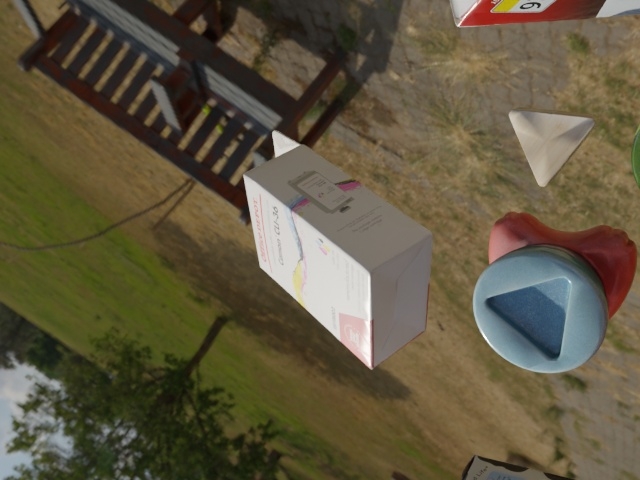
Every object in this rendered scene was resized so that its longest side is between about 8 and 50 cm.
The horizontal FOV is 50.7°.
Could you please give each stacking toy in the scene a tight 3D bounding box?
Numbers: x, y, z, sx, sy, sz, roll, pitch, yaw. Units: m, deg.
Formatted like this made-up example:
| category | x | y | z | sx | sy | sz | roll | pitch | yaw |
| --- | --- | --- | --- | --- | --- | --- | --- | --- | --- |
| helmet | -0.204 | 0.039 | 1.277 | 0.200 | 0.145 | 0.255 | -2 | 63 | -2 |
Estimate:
| category | x | y | z | sx | sy | sz | roll | pitch | yaw |
| --- | --- | --- | --- | --- | --- | --- | --- | --- | --- |
| stacking toy | 0.283 | 0.007 | 0.620 | 0.309 | 0.130 | 0.279 | 2 | 108 | 34 |

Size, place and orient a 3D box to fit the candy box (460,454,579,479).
| category | x | y | z | sx | sy | sz | roll | pitch | yaw |
| --- | --- | --- | --- | --- | --- | --- | --- | --- | --- |
| candy box | 0.208 | 0.242 | 0.436 | 0.233 | 0.071 | 0.159 | 2 | 123 | 38 |

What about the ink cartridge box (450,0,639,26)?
| category | x | y | z | sx | sy | sz | roll | pitch | yaw |
| --- | --- | --- | --- | --- | --- | --- | --- | --- | --- |
| ink cartridge box | 0.226 | -0.218 | 0.255 | 0.309 | 0.272 | 0.130 | 149 | 110 | -71 |

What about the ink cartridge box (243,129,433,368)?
| category | x | y | z | sx | sy | sz | roll | pitch | yaw |
| --- | --- | --- | --- | --- | --- | --- | --- | --- | --- |
| ink cartridge box | 0.000 | 0.000 | 0.573 | 0.198 | 0.067 | 0.115 | 39 | 148 | 37 |
